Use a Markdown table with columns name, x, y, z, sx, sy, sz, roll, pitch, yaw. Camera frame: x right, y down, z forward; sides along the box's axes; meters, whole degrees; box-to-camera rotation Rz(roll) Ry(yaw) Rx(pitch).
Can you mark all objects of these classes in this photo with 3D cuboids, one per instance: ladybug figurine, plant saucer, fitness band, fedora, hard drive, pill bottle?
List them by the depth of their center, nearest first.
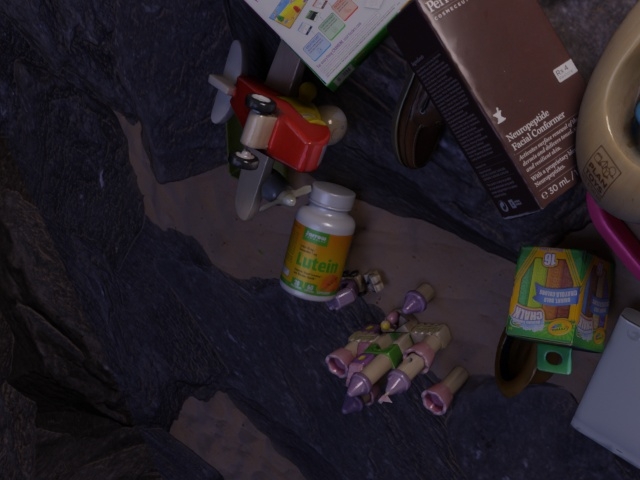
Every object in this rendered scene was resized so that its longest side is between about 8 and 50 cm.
| name | x | y | z | sx | sy | sz | roll | pitch | yaw |
| --- | --- | --- | --- | --- | --- | --- | --- | --- | --- |
| ladybug figurine | 0.532 | -0.202 | 1.091 | 0.449 | 0.161 | 0.305 | -56 | 48 | 44 |
| fitness band | 0.566 | -0.026 | 1.305 | 0.291 | 0.054 | 0.209 | 53 | 141 | 4 |
| hard drive | 0.594 | 0.287 | 1.453 | 0.203 | 0.040 | 0.308 | 31 | 136 | 26 |
| fedora | 0.417 | 0.228 | 1.586 | 0.079 | 0.194 | 0.194 | 15 | 138 | -11 |
| pill bottle | 0.000 | 0.000 | 1.783 | 0.136 | 0.136 | 0.246 | 25 | 110 | 31 |
| plant saucer | -0.140 | -0.208 | 1.886 | 0.188 | 0.045 | 0.188 | 26 | 133 | 29 |

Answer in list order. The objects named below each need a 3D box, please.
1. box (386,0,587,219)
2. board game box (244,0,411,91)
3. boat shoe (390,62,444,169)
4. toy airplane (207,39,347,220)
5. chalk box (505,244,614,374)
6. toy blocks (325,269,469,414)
| name | x | y | z | sx | sy | sz | roll | pitch | yaw |
| --- | --- | --- | --- | --- | --- | --- | --- | --- | --- |
| box | 0.297 | -0.247 | 1.287 | 0.382 | 0.191 | 0.143 | 57 | 165 | -3 |
| board game box | -0.005 | -0.467 | 1.444 | 0.242 | 0.064 | 0.316 | -44 | 81 | 9 |
| boat shoe | 0.208 | -0.252 | 1.457 | 0.104 | 0.110 | 0.307 | 30 | 135 | 29 |
| toy airplane | -0.079 | -0.262 | 1.657 | 0.386 | 0.272 | 0.385 | 147 | 127 | -59 |
| chalk box | 0.422 | 0.127 | 1.417 | 0.132 | 0.132 | 0.213 | 3 | 80 | 43 |
| toy blocks | 0.120 | 0.259 | 1.790 | 0.288 | 0.260 | 0.309 | -4 | 114 | 47 |
